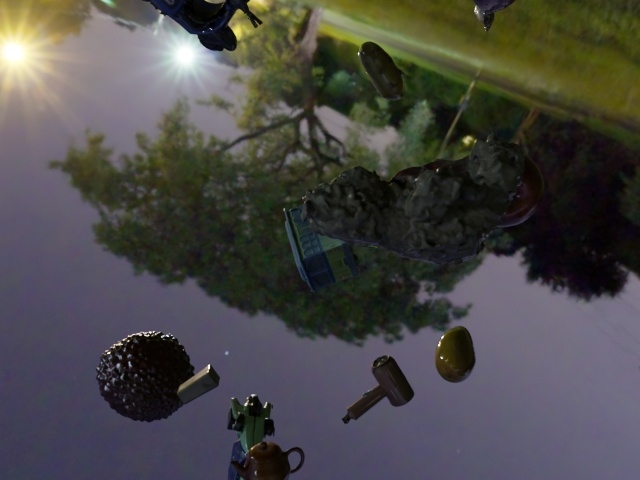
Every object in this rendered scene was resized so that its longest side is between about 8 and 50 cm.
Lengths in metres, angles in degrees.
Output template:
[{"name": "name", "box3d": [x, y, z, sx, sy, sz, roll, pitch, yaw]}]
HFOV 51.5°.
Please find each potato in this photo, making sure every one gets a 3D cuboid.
[{"name": "potato", "box3d": [0.166, -0.441, 1.739, 0.188, 0.085, 0.105, 48, -166, -32]}]

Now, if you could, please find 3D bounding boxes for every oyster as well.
[{"name": "oyster", "box3d": [0.471, -0.654, 1.900, 0.053, 0.108, 0.165, -10, -165, 19]}]

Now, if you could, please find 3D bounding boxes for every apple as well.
[{"name": "apple", "box3d": [0.498, -0.145, 1.818, 0.218, 0.218, 0.201, 24, -170, -10]}]

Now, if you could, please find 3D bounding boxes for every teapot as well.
[{"name": "teapot", "box3d": [-0.120, 0.513, 1.531, 0.173, 0.116, 0.116, -8, -155, -13]}]

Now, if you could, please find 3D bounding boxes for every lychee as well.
[{"name": "lychee", "box3d": [-0.506, 0.382, 1.910, 0.300, 0.264, 0.264, 36, -163, 29]}]

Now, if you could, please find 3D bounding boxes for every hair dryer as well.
[{"name": "hair dryer", "box3d": [0.121, 0.361, 1.541, 0.117, 0.182, 0.064, 58, 164, -12]}]

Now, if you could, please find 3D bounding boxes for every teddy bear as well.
[{"name": "teddy bear", "box3d": [0.144, -0.071, 1.238, 0.368, 0.224, 0.357, 11, 163, -15]}]

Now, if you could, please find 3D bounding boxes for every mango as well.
[{"name": "mango", "box3d": [0.345, 0.283, 1.683, 0.130, 0.092, 0.194, 67, -155, -20]}]

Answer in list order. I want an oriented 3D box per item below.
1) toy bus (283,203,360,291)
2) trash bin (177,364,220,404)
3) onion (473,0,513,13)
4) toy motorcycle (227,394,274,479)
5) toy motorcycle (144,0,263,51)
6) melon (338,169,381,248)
[{"name": "toy bus", "box3d": [0.000, 0.000, 2.140, 0.312, 0.190, 0.152, -109, -2, -53]}, {"name": "trash bin", "box3d": [-0.289, 0.342, 1.568, 0.043, 0.092, 0.061, 59, -179, -10]}, {"name": "onion", "box3d": [0.409, -0.694, 1.583, 0.349, 0.159, 0.267, -35, -75, -56]}, {"name": "toy motorcycle", "box3d": [-0.202, 0.590, 1.856, 0.125, 0.196, 0.331, 12, -145, -12]}, {"name": "toy motorcycle", "box3d": [-0.299, -0.582, 1.551, 0.213, 0.125, 0.359, -11, 143, 41]}, {"name": "melon", "box3d": [0.129, -0.064, 1.962, 0.265, 0.129, 0.169, 49, -168, 9]}]
